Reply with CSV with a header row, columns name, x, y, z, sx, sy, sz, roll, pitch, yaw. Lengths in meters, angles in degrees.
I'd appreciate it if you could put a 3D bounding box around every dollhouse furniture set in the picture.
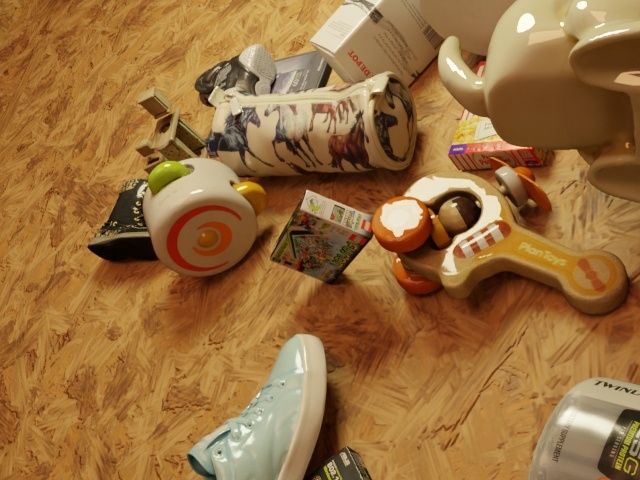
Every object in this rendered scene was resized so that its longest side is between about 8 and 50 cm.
name,x,y,z,sx,sy,sz,roll,pitch,yaw
dollhouse furniture set,-0.357,-0.203,1.761,0.161,0.182,0.101,-20,48,28

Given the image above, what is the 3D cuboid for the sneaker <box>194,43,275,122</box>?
name,x,y,z,sx,sy,sz,roll,pitch,yaw
sneaker,-0.193,-0.283,1.716,0.153,0.101,0.269,-12,46,35

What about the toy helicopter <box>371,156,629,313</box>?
name,x,y,z,sx,sy,sz,roll,pitch,yaw
toy helicopter,0.262,-0.007,1.148,0.355,0.140,0.235,26,68,37

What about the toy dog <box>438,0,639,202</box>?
name,x,y,z,sx,sy,sz,roll,pitch,yaw
toy dog,0.380,-0.278,1.016,0.395,0.284,0.408,4,56,39

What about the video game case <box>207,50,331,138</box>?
name,x,y,z,sx,sy,sz,roll,pitch,yaw
video game case,-0.104,-0.301,1.744,0.274,0.026,0.196,-3,57,38

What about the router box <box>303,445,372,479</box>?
name,x,y,z,sx,sy,sz,roll,pitch,yaw
router box,0.031,0.349,1.101,0.092,0.038,0.122,-40,41,7

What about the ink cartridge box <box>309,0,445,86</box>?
name,x,y,z,sx,sy,sz,roll,pitch,yaw
ink cartridge box,0.123,-0.376,1.494,0.237,0.172,0.100,-48,40,0

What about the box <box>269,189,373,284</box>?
name,x,y,z,sx,sy,sz,roll,pitch,yaw
box,0.000,0.000,1.268,0.207,0.114,0.036,125,166,-63

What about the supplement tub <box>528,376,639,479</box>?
name,x,y,z,sx,sy,sz,roll,pitch,yaw
supplement tub,0.378,0.257,0.748,0.338,0.207,0.207,8,64,44

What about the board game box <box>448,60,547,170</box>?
name,x,y,z,sx,sy,sz,roll,pitch,yaw
board game box,0.297,-0.203,1.305,0.146,0.045,0.193,-1,58,40

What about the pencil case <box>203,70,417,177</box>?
name,x,y,z,sx,sy,sz,roll,pitch,yaw
pencil case,-0.018,-0.201,1.471,0.410,0.183,0.160,1,59,40

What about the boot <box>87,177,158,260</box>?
name,x,y,z,sx,sy,sz,roll,pitch,yaw
boot,-0.369,-0.051,1.727,0.236,0.085,0.179,-6,53,38

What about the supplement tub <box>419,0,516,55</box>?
name,x,y,z,sx,sy,sz,roll,pitch,yaw
supplement tub,0.314,-0.488,1.377,0.228,0.228,0.316,10,65,44

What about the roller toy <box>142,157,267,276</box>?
name,x,y,z,sx,sy,sz,roll,pitch,yaw
roller toy,-0.214,-0.037,1.504,0.146,0.209,0.191,61,139,48

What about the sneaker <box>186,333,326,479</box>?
name,x,y,z,sx,sy,sz,roll,pitch,yaw
sneaker,-0.098,0.282,1.153,0.135,0.150,0.366,-40,30,58
